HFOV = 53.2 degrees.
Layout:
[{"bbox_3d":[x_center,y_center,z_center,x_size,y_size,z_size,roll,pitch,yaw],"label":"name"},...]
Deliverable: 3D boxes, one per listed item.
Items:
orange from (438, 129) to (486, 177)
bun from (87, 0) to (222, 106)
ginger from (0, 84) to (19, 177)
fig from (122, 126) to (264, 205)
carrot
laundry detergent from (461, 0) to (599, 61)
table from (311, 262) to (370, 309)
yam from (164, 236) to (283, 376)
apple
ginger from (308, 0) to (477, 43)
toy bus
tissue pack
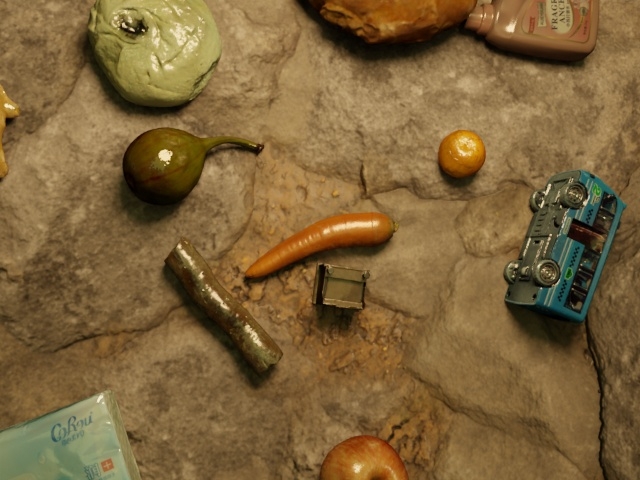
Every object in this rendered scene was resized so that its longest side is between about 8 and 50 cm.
[{"bbox_3d":[0.245,-0.149,1.106,0.083,0.070,0.083,1,73,-3],"label":"orange"},{"bbox_3d":[-0.264,-0.325,1.025,0.221,0.108,0.222,1,84,-9],"label":"bun"},{"bbox_3d":[-0.543,-0.119,0.986,0.117,0.065,0.299,11,84,-21],"label":"ginger"},{"bbox_3d":[-0.198,-0.137,1.026,0.236,0.124,0.124,-23,88,-25],"label":"fig"},{"bbox_3d":[-0.001,0.000,1.064,0.271,0.062,0.066,-13,131,-7],"label":"carrot"},{"bbox_3d":[0.377,-0.421,1.152,0.236,0.076,0.171,8,82,-6],"label":"laundry detergent"},{"bbox_3d":[0.036,0.075,1.046,0.083,0.082,0.070,9,84,-8],"label":"table"},{"bbox_3d":[-0.159,0.107,1.026,0.061,0.061,0.253,-40,91,-10],"label":"yam"},{"bbox_3d":[0.068,0.380,0.998,0.146,0.131,0.147,2,79,-10],"label":"apple"},{"bbox_3d":[0.107,-0.416,1.064,0.320,0.165,0.173,7,58,-5],"label":"ginger"},{"bbox_3d":[0.418,0.011,1.095,0.134,0.113,0.247,24,83,-10],"label":"toy bus"},{"bbox_3d":[-0.416,0.353,0.948,0.263,0.089,0.177,-19,86,-11],"label":"tissue pack"}]
